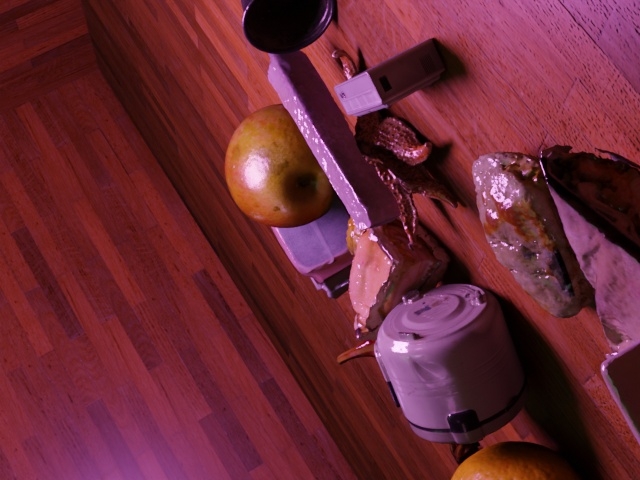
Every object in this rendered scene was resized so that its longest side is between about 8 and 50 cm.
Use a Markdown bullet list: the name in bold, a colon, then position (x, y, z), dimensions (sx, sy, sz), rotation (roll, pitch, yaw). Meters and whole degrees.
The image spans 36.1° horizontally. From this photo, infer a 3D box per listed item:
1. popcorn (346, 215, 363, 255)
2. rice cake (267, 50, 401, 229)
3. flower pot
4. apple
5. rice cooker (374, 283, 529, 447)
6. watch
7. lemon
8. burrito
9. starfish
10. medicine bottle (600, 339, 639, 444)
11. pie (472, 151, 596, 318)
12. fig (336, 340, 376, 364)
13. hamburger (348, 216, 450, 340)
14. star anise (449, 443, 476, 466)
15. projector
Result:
- **popcorn**: position (0.102, -0.014, 1.822), dimensions (0.106, 0.116, 0.121), rotation (18, 170, -7)
- **rice cake**: position (0.013, -0.171, 1.596), dimensions (0.399, 0.070, 0.064), rotation (61, 151, 31)
- **flower pot**: position (-0.065, -0.395, 1.600), dimensions (0.157, 0.158, 0.106), rotation (82, 167, -53)
- **apple**: position (-0.058, -0.141, 1.899), dimensions (0.226, 0.246, 0.246), rotation (25, 142, 64)
- **rice cooker**: position (0.217, 0.207, 1.615), dimensions (0.244, 0.226, 0.226), rotation (64, 165, -20)
- **watch**: position (0.000, 0.000, 2.127), dimensions (0.253, 0.162, 0.241), rotation (62, 178, 8)
- **lemon**: position (0.331, 0.460, 1.646), dimensions (0.267, 0.267, 0.267), rotation (54, 164, 24)
- **burrito**: position (0.364, 0.051, 1.077), dimensions (0.175, 0.107, 0.347), rotation (7, 128, 53)
- **starfish**: position (0.112, -0.122, 1.615), dimensions (0.293, 0.084, 0.301), rotation (52, 158, 38)
- **medicine bottle**: position (0.441, 0.232, 0.886), dimensions (0.406, 0.236, 0.236), rotation (60, 165, 0)
- **pie**: position (0.278, -0.006, 1.271), dimensions (0.248, 0.090, 0.201), rotation (62, 162, -17)
- **fig**: position (0.141, 0.178, 1.826), dimensions (0.175, 0.207, 0.175), rotation (159, 90, -75)
- **hamburger**: position (0.122, 0.067, 1.725), dimensions (0.155, 0.135, 0.207), rotation (56, 139, 47)
- **star anise**: position (0.317, 0.469, 2.062), dimensions (0.168, 0.057, 0.168), rotation (53, 162, 26)
- **projector**: position (0.099, -0.228, 1.406), dimensions (0.061, 0.115, 0.147), rotation (61, 165, -9)
